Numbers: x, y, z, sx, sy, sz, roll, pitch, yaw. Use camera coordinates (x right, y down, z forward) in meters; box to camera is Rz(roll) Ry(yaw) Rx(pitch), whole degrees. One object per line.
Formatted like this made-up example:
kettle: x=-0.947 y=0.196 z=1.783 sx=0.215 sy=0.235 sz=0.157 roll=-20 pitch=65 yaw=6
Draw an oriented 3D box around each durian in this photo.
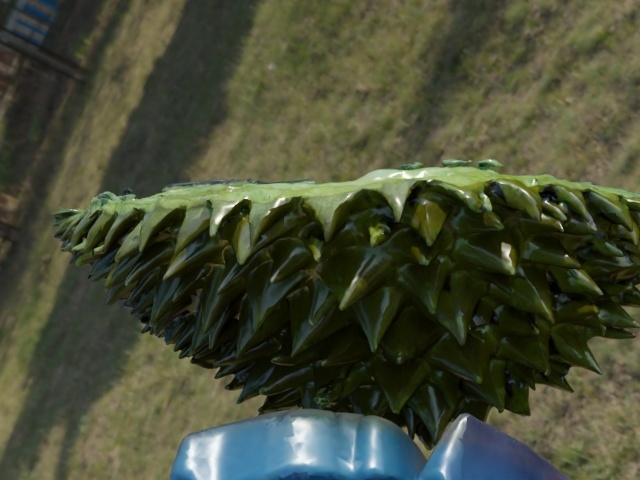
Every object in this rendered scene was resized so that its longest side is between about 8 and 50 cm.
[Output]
durian: x=-0.004 y=-0.008 z=0.572 sx=0.394 sy=0.163 sz=0.198 roll=2 pitch=47 yaw=31

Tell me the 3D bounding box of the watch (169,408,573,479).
watch: x=0.040 y=0.228 z=0.431 sx=0.241 sy=0.305 sz=0.275 roll=-40 pitch=21 yaw=49
